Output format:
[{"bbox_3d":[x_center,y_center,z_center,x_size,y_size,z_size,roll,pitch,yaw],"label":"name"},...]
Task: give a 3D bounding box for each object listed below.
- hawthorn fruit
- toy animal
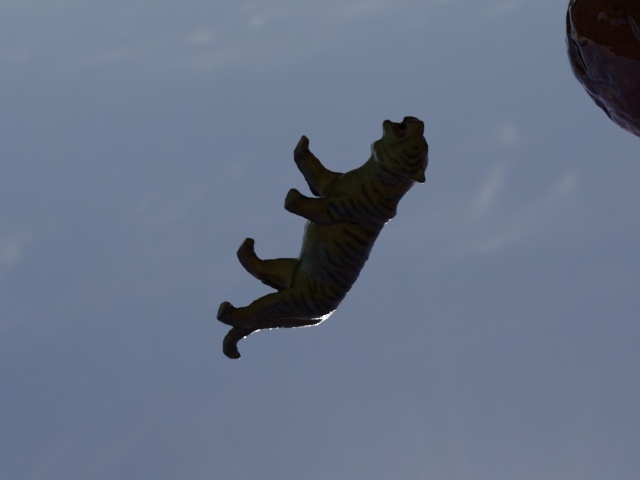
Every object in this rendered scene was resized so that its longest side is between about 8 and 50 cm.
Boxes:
[{"bbox_3d":[0.365,-0.175,1.793,0.242,0.242,0.271,-14,-137,-13],"label":"hawthorn fruit"},{"bbox_3d":[0.000,0.000,1.496,0.099,0.241,0.057,24,-165,-18],"label":"toy animal"}]
